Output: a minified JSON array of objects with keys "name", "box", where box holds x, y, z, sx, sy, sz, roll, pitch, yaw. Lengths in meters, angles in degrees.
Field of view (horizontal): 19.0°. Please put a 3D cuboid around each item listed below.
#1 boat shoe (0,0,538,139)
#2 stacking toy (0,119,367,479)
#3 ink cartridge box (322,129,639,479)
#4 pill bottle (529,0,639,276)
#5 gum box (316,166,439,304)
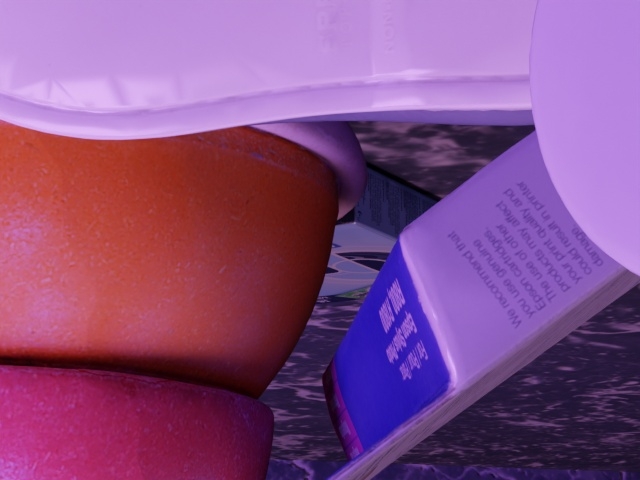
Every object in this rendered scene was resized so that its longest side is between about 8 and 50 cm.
[{"name":"boat shoe","box":[-0.016,-0.089,0.649,0.319,0.116,0.099,5,-177,21]},{"name":"stacking toy","box":[-0.151,0.155,0.901,0.350,0.480,0.350,0,166,0]},{"name":"ink cartridge box","box":[0.089,0.011,0.814,0.330,0.071,0.324,-34,172,-12]},{"name":"pill bottle","box":[0.208,-0.022,0.528,0.318,0.176,0.176,14,161,-42]},{"name":"gum box","box":[0.000,0.000,1.186,0.157,0.041,0.184,-8,163,30]}]
